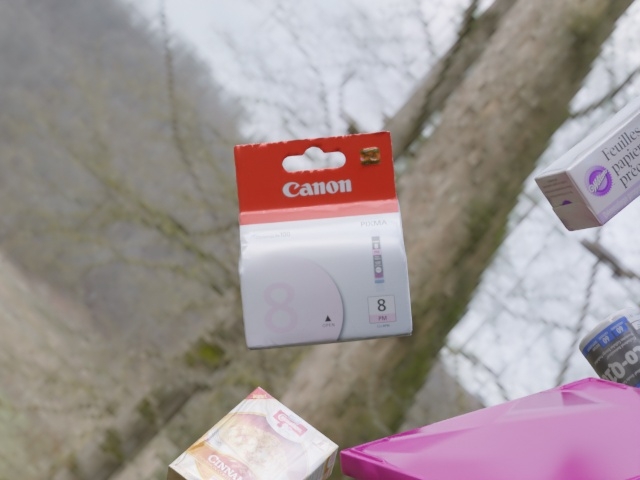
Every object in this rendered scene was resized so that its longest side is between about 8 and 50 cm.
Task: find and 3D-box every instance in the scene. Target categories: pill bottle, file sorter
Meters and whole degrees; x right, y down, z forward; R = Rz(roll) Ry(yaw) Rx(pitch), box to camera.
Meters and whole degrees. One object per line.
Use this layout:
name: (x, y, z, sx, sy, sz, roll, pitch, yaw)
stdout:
pill bottle: (0.350, 0.147, 1.821, 0.137, 0.078, 0.078, 55, -7, 20)
file sorter: (0.191, 0.238, 1.308, 0.202, 0.290, 0.182, 11, -73, 49)

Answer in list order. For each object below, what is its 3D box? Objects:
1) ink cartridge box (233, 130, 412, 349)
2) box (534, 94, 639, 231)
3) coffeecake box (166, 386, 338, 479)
ink cartridge box: (0.000, 0.000, 1.892, 0.066, 0.189, 0.232, -93, 177, -87)
box: (0.342, -0.125, 1.570, 0.063, 0.324, 0.067, 55, -21, -7)
coffeecake box: (-0.090, 0.302, 2.208, 0.142, 0.185, 0.068, 34, -41, 19)
